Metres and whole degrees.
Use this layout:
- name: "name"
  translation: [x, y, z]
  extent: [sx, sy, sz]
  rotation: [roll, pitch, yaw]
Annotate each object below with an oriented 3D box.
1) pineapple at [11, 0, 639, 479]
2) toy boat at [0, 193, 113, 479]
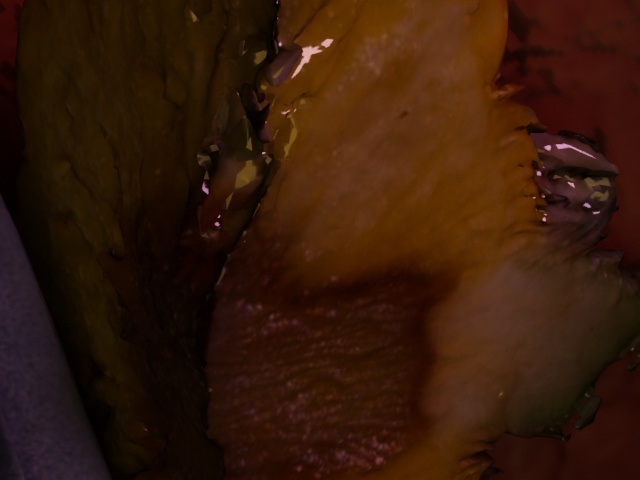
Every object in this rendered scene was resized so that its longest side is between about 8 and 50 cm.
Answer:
- name: "pineapple"
  translation: [0.000, -0.005, 0.483]
  extent: [0.164, 0.140, 0.250]
  rotation: [-21, 122, -32]
- name: "toy boat"
  translation: [-0.138, 0.012, 0.465]
  extent: [0.141, 0.092, 0.320]
  rotation: [-28, 80, 46]
